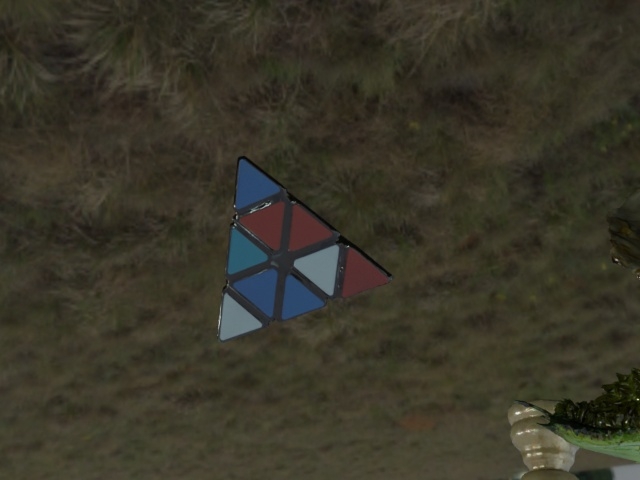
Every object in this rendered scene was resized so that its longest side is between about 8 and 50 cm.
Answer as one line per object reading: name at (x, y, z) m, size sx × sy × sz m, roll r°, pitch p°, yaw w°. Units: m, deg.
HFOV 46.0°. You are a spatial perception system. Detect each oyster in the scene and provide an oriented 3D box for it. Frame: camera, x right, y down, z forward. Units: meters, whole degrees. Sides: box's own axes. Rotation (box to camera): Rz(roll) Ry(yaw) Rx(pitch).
oyster at (0.557, 0.005, 1.166) m, size 0.204 × 0.396 × 0.111 m, roll -30°, pitch 117°, yaw 15°

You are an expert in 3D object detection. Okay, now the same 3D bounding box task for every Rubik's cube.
Rubik's cube at (0.000, 0.000, 1.081) m, size 0.234 × 0.284 × 0.250 m, roll 16°, pitch 131°, yaw 33°

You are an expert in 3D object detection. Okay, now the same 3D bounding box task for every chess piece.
chess piece at (0.429, 0.437, 1.401) m, size 0.143 × 0.261 × 0.143 m, roll 3°, pitch 147°, yaw 2°

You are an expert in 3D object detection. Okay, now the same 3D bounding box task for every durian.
durian at (0.466, 0.249, 1.049) m, size 0.375 × 0.106 × 0.132 m, roll 3°, pitch 136°, yaw 32°
